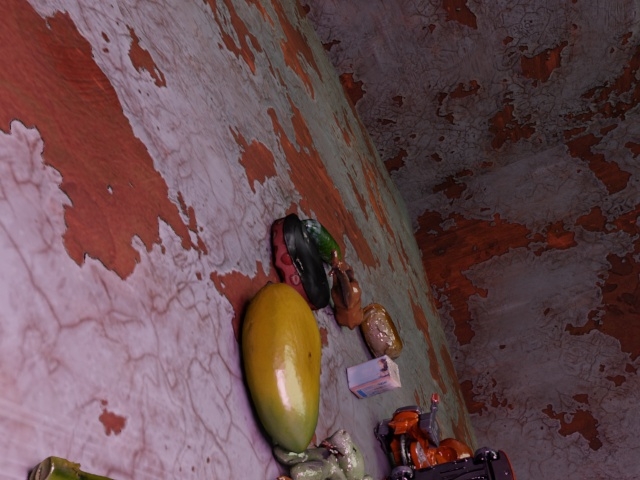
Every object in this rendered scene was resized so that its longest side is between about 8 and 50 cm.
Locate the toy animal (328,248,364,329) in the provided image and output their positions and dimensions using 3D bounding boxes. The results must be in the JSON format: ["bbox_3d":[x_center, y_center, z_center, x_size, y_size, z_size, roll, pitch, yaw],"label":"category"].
[{"bbox_3d":[0.049,0.095,1.275,0.230,0.066,0.224,-80,160,-71],"label":"toy animal"}]

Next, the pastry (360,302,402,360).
[{"bbox_3d":[0.150,0.228,1.516,0.153,0.081,0.153,55,20,-32],"label":"pastry"}]

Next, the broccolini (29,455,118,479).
[{"bbox_3d":[-0.146,0.235,0.515,0.254,0.071,0.058,45,68,-45],"label":"broccolini"}]

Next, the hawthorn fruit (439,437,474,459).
[{"bbox_3d":[0.359,0.612,1.700,0.140,0.125,0.125,38,7,14],"label":"hawthorn fruit"}]

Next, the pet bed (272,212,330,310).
[{"bbox_3d":[-0.035,0.042,1.150,0.201,0.053,0.201,-21,90,-75],"label":"pet bed"}]

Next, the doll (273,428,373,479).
[{"bbox_3d":[0.006,0.299,0.832,0.115,0.078,0.150,27,6,42],"label":"doll"}]

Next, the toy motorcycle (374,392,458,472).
[{"bbox_3d":[0.239,0.494,1.343,0.326,0.147,0.221,65,22,-21],"label":"toy motorcycle"}]

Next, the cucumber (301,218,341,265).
[{"bbox_3d":[0.000,0.000,1.327,0.250,0.056,0.056,48,25,-61],"label":"cucumber"}]

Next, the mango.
[{"bbox_3d":[-0.052,0.161,0.834,0.137,0.091,0.237,50,21,-35],"label":"mango"}]

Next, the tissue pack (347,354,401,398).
[{"bbox_3d":[0.109,0.282,1.256,0.074,0.094,0.059,50,25,-47],"label":"tissue pack"}]

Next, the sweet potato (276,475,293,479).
[{"bbox_3d":[-0.028,0.369,0.694,0.055,0.058,0.202,34,33,-31],"label":"sweet potato"}]

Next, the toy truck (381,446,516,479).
[{"bbox_3d":[0.249,0.488,1.164,0.107,0.252,0.114,-87,156,-59],"label":"toy truck"}]
